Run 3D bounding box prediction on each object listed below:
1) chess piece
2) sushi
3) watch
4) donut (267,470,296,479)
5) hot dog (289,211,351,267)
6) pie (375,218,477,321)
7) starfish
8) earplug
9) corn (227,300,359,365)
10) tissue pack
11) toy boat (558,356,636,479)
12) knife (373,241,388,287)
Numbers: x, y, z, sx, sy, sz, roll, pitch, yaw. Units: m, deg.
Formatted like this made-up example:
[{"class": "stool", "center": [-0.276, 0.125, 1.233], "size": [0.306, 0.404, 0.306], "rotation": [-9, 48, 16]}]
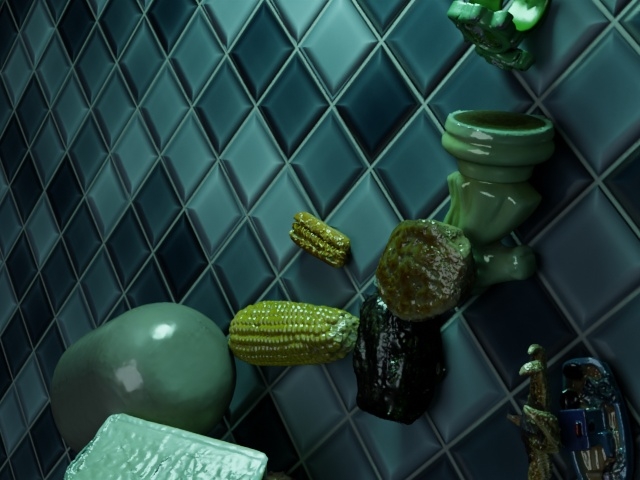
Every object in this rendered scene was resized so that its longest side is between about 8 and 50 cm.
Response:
[{"class": "chess piece", "center": [0.266, -0.048, 1.433], "size": [0.176, 0.176, 0.298], "rotation": [26, 120, 44]}, {"class": "sushi", "center": [0.135, 0.198, 1.558], "size": [0.127, 0.124, 0.225], "rotation": [6, 91, 49]}, {"class": "watch", "center": [0.291, -0.367, 1.423], "size": [0.131, 0.165, 0.152], "rotation": [29, 85, 45]}, {"class": "donut", "center": [-0.086, 0.519, 1.826], "size": [0.166, 0.065, 0.117], "rotation": [9, 96, 45]}, {"class": "hot dog", "center": [0.000, 0.000, 1.766], "size": [0.165, 0.045, 0.071], "rotation": [33, 110, 43]}, {"class": "pie", "center": [0.166, 0.044, 1.448], "size": [0.193, 0.079, 0.163], "rotation": [-17, 91, 46]}, {"class": "starfish", "center": [0.315, 0.268, 1.340], "size": [0.071, 0.216, 0.238], "rotation": [6, 102, 9]}, {"class": "earplug", "center": [-0.349, 0.290, 1.903], "size": [0.394, 0.313, 0.312], "rotation": [-29, 68, 50]}, {"class": "corn", "center": [-0.060, 0.181, 1.763], "size": [0.347, 0.130, 0.130], "rotation": [-4, 85, 48]}, {"class": "tissue pack", "center": [-0.271, 0.552, 1.734], "size": [0.332, 0.205, 0.404], "rotation": [12, 131, 14]}, {"class": "toy boat", "center": [0.392, 0.279, 1.306], "size": [0.100, 0.097, 0.223], "rotation": [-18, 75, 48]}, {"class": "knife", "center": [0.118, 0.042, 1.665], "size": [0.027, 0.010, 0.096], "rotation": [30, 110, 43]}]
